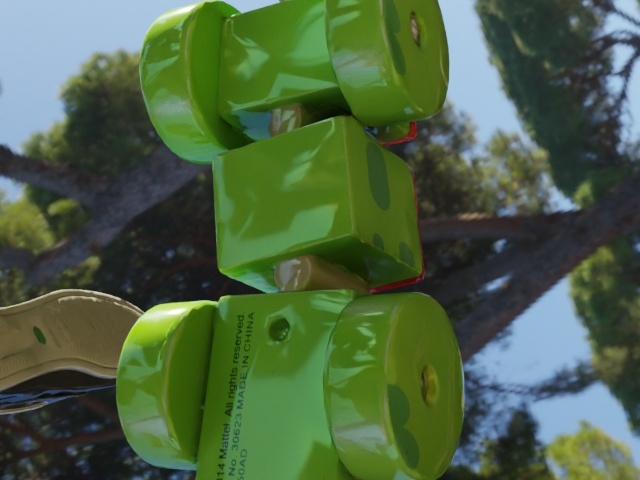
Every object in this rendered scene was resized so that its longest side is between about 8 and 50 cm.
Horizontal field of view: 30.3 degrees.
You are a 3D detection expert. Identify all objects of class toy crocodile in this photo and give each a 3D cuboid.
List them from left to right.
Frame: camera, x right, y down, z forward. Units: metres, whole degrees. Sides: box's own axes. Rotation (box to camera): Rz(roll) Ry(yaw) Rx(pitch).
[{"bbox_3d":[0.000,0.000,0.460,0.105,0.115,0.341,31,-125,-54],"label":"toy crocodile"}]

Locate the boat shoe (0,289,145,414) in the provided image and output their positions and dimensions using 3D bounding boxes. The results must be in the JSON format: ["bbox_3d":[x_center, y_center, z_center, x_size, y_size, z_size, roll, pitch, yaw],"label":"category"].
[{"bbox_3d":[-0.224,0.094,0.948,0.233,0.079,0.084,-5,-120,-51],"label":"boat shoe"}]
